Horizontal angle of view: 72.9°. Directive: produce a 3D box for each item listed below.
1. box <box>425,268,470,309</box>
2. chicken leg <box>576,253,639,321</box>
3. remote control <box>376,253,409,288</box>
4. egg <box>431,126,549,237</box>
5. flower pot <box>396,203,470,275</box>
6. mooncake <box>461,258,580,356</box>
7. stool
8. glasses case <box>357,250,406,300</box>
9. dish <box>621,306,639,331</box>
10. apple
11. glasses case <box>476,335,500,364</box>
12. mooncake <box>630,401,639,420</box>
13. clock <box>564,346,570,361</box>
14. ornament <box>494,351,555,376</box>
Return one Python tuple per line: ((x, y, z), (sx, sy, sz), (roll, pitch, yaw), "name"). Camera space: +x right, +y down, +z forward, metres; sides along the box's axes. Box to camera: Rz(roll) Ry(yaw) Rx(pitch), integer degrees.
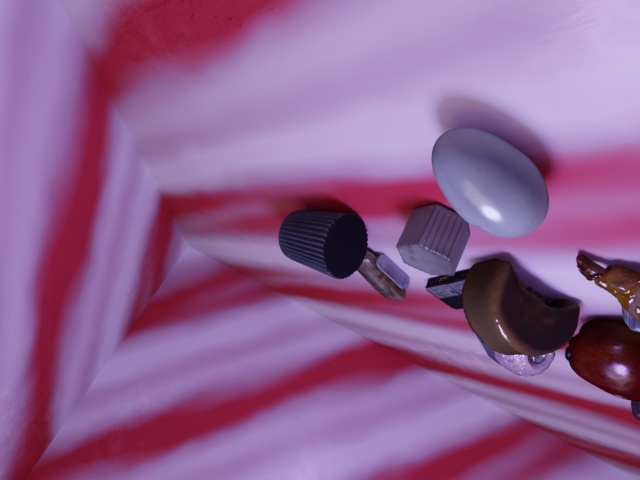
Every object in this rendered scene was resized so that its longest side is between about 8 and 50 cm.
((0.655, 0.227, 1.979), (0.211, 0.058, 0.350), (36, 157, -11), "box")
((0.989, 0.127, 1.299), (0.409, 0.182, 0.295), (35, 153, 31), "chicken leg")
((0.360, 0.155, 2.142), (0.245, 0.077, 0.022), (41, 152, -26), "remote control")
((0.456, -0.158, 1.183), (0.371, 0.230, 0.230), (39, 156, -9), "egg")
((0.419, 0.002, 1.607), (0.209, 0.190, 0.239), (38, 156, -23), "flower pot")
((0.757, 0.246, 1.684), (0.246, 0.393, 0.394), (-35, 74, 65), "mooncake")
((0.000, 0.000, 1.986), (0.330, 0.297, 0.297), (13, 153, 43), "stool")
((0.298, 0.183, 2.245), (0.156, 0.098, 0.425), (6, 148, 49), "glasses case")
((1.109, 0.251, 1.469), (0.151, 0.077, 0.212), (9, 150, 39), "dish")
((1.117, 0.441, 1.614), (0.288, 0.288, 0.317), (44, 163, -32), "apple")
((0.962, 0.602, 2.428), (0.105, 0.056, 0.266), (40, 173, 49), "glasses case")
((1.554, 0.753, 1.910), (0.306, 0.154, 0.306), (23, 154, 12), "mooncake")
((1.229, 0.548, 1.997), (0.184, 0.040, 0.184), (24, 157, 11), "clock")
((0.911, 0.478, 1.959), (0.259, 0.259, 0.225), (36, 175, -16), "ornament")
